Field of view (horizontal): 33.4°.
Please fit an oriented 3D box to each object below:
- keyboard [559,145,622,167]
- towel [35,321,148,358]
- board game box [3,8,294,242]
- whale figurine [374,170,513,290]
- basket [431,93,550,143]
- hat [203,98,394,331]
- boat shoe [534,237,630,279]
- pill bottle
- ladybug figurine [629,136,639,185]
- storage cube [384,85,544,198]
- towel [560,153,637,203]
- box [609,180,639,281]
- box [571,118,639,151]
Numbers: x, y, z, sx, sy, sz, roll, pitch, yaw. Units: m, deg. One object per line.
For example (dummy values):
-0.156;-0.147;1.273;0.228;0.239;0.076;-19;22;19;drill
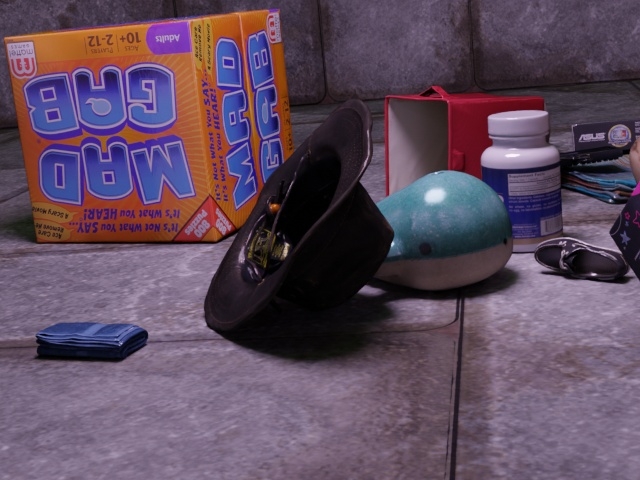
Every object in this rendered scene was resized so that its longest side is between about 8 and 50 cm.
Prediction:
0.434;-0.141;1.866;0.180;0.023;0.108;-9;8;0;keyboard
-0.264;0.112;1.230;0.119;0.029;0.067;-1;13;21;towel
-0.282;-0.210;1.892;0.356;0.357;0.356;0;14;22;board game box
0.114;-0.019;1.390;0.272;0.141;0.216;2;15;33;whale figurine
0.343;-0.230;2.198;0.226;0.154;0.204;-5;4;-15;basket
0.000;0.000;1.279;0.134;0.331;0.331;34;3;-17;hat
0.323;0.025;1.335;0.125;0.046;0.038;13;17;32;boat shoe
0.283;-0.085;1.504;0.112;0.187;0.112;-5;13;1;pill bottle
0.569;-0.078;1.412;0.305;0.162;0.449;-2;14;16;ladybug figurine
0.234;-0.145;1.740;0.193;0.215;0.183;-6;11;-29;storage cube
0.610;-0.128;1.883;0.370;0.040;0.271;-9;14;-15;towel
0.436;-0.041;1.082;0.163;0.247;0.142;-10;56;-19;box
0.637;-0.214;2.112;0.270;0.060;0.216;-4;5;14;box
